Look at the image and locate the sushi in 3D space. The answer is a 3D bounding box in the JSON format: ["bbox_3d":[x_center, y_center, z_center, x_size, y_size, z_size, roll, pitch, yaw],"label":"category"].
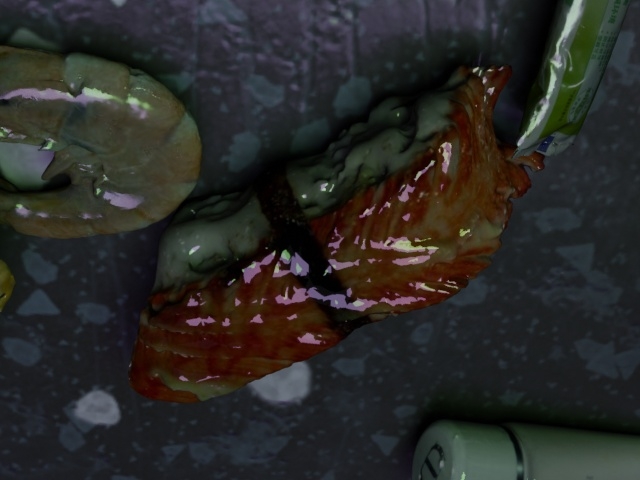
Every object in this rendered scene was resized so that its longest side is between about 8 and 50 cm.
[{"bbox_3d":[0.000,0.000,0.710,0.332,0.130,0.124,-25,124,15],"label":"sushi"}]

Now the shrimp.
[{"bbox_3d":[-0.207,-0.067,0.687,0.255,0.059,0.145,5,127,-11],"label":"shrimp"}]

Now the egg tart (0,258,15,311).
[{"bbox_3d":[-0.376,0.030,0.653,0.346,0.132,0.345,2,130,3],"label":"egg tart"}]

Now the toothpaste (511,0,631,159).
[{"bbox_3d":[0.178,-0.168,0.652,0.078,0.047,0.247,-13,124,-49],"label":"toothpaste"}]

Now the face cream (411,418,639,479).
[{"bbox_3d":[0.230,0.213,0.876,0.315,0.089,0.143,13,117,-21],"label":"face cream"}]
